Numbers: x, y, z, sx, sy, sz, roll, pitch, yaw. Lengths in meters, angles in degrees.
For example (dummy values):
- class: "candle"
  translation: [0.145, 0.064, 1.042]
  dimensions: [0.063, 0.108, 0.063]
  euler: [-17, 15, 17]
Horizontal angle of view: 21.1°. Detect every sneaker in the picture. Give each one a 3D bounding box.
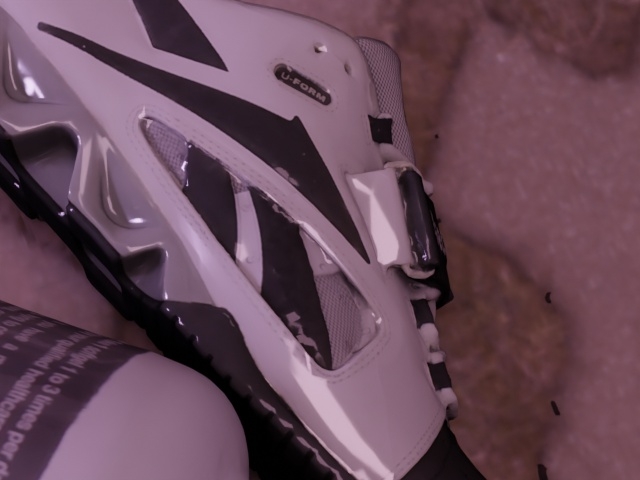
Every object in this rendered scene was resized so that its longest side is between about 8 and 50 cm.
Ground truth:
- class: "sneaker"
  translation: [0.000, 0.000, 0.628]
  dimensions: [0.146, 0.122, 0.330]
  euler: [-39, 84, -15]

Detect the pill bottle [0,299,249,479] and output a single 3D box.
- class: "pill bottle"
  translation: [-0.128, 0.099, 0.521]
  dimensions: [0.318, 0.176, 0.176]
  euler: [18, 72, 9]
